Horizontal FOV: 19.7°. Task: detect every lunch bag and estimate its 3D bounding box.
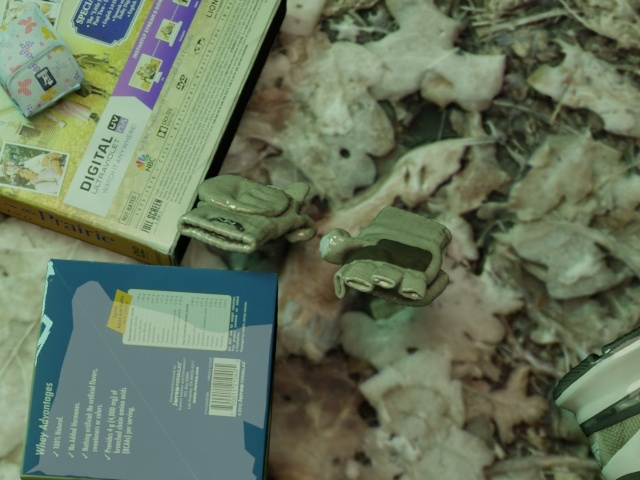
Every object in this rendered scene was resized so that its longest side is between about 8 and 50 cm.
[{"bbox_3d":[-0.267,-0.164,1.715,0.071,0.053,0.083,-33,82,-12],"label":"lunch bag"}]

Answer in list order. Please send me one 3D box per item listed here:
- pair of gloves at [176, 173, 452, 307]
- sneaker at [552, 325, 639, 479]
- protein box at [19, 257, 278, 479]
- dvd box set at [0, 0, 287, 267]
[{"bbox_3d":[0.000,0.000,1.661,0.240,0.204,0.042,16,109,2],"label":"pair of gloves"},{"bbox_3d":[0.456,0.131,1.633,0.448,0.169,0.257,-29,79,-4],"label":"sneaker"},{"bbox_3d":[-0.143,0.136,1.611,0.201,0.136,0.199,4,68,0],"label":"protein box"},{"bbox_3d":[-0.279,-0.174,1.780,0.420,0.062,0.307,18,68,6],"label":"dvd box set"}]
